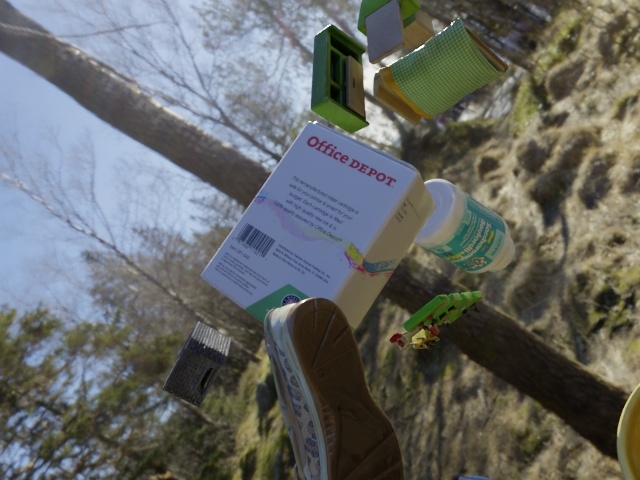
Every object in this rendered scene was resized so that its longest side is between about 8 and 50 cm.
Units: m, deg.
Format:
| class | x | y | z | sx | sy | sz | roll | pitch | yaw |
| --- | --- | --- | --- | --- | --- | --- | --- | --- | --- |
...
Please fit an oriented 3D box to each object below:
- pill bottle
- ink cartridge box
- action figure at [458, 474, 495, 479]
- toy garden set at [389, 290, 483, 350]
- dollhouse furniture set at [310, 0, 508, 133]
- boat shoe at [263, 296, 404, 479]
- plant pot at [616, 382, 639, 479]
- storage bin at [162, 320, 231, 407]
| class | x | y | z | sx | sy | sz | roll | pitch | yaw |
| --- | --- | --- | --- | --- | --- | --- | --- | --- | --- |
| pill bottle | 0.308 | -0.018 | 1.403 | 0.146 | 0.264 | 0.146 | -29 | 49 | 39 |
| ink cartridge box | 0.000 | 0.000 | 0.915 | 0.278 | 0.201 | 0.117 | -56 | -31 | -6 |
| action figure | 0.134 | 0.294 | 0.591 | 0.285 | 0.099 | 0.185 | 11 | -77 | -53 |
| toy garden set | 0.260 | 0.199 | 1.493 | 0.204 | 0.049 | 0.244 | -44 | -24 | 26 |
| dollhouse furniture set | 0.157 | -0.252 | 1.060 | 0.198 | 0.302 | 0.151 | -22 | 58 | 39 |
| boat shoe | 0.012 | 0.204 | 0.723 | 0.105 | 0.285 | 0.089 | -13 | -3 | -38 |
| plant pot | 0.567 | 0.304 | 0.851 | 0.254 | 0.239 | 0.254 | -39 | 27 | 25 |
| storage bin | -0.255 | 0.254 | 1.359 | 0.122 | 0.084 | 0.180 | -61 | 8 | 2 |
